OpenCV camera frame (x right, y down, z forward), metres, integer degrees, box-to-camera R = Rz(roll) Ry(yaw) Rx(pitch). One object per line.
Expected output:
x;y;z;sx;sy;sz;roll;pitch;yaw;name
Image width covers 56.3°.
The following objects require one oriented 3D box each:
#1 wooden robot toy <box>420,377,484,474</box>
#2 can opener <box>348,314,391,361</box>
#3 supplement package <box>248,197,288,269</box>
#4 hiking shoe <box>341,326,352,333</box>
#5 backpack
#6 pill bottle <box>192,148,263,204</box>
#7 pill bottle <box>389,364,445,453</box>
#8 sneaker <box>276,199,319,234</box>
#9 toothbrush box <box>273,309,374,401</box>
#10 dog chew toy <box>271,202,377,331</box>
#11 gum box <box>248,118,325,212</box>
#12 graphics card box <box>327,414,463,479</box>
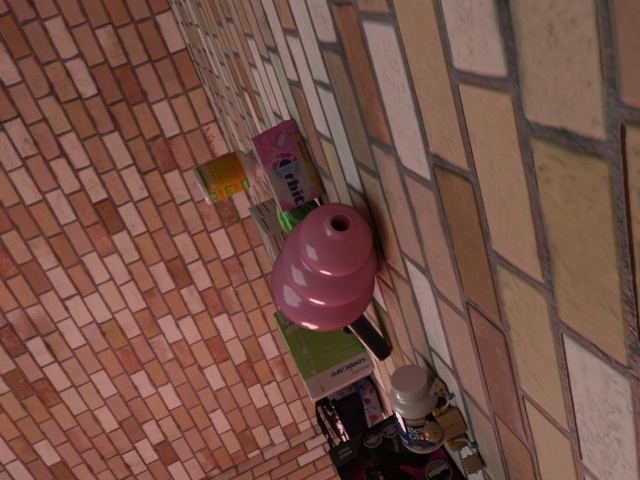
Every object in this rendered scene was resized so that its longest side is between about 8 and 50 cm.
0.215;0.337;1.057;0.076;0.079;0.173;134;112;-80;wooden robot toy
0.053;0.175;1.355;0.280;0.093;0.074;46;180;-22;can opener
-0.080;0.020;1.736;0.204;0.145;0.262;-130;19;-59;supplement package
0.032;0.139;1.586;0.227;0.086;0.114;68;168;-20;hiking shoe
0.074;0.526;1.979;0.263;0.213;0.276;37;146;51;backpack
-0.308;-0.232;2.085;0.136;0.245;0.136;63;171;18;pill bottle
0.184;0.320;1.143;0.094;0.094;0.169;53;165;55;pill bottle
0.000;0.000;1.409;0.295;0.109;0.123;60;162;-2;sneaker
0.006;0.315;1.817;0.283;0.206;0.122;62;170;18;toothbrush box
0.014;0.042;1.114;0.207;0.206;0.332;62;163;21;dog chew toy
-0.078;-0.169;1.341;0.188;0.107;0.062;67;171;-8;gum box
0.193;0.554;1.265;0.371;0.232;0.094;56;171;51;graphics card box
